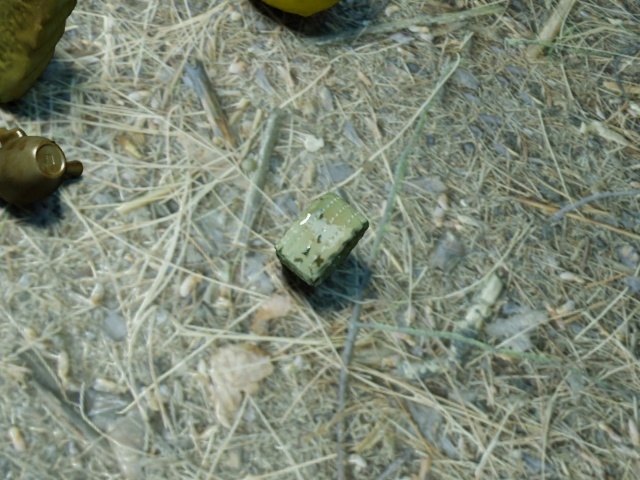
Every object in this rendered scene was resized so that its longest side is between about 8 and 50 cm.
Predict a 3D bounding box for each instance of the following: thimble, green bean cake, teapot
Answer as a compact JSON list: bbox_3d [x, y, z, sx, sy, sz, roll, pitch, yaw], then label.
[{"bbox_3d":[0.000,0.000,1.444,0.062,0.084,0.110,38,43,8],"label":"thimble"},{"bbox_3d":[-0.376,-0.293,1.417,0.236,0.233,0.124,27,39,-4],"label":"green bean cake"},{"bbox_3d":[-0.288,-0.084,1.384,0.110,0.080,0.085,-11,85,-48],"label":"teapot"}]

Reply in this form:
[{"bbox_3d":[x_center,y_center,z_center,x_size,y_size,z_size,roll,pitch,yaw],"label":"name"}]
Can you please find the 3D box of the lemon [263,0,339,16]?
[{"bbox_3d":[-0.034,-0.386,1.705,0.203,0.178,0.178,43,46,15],"label":"lemon"}]
